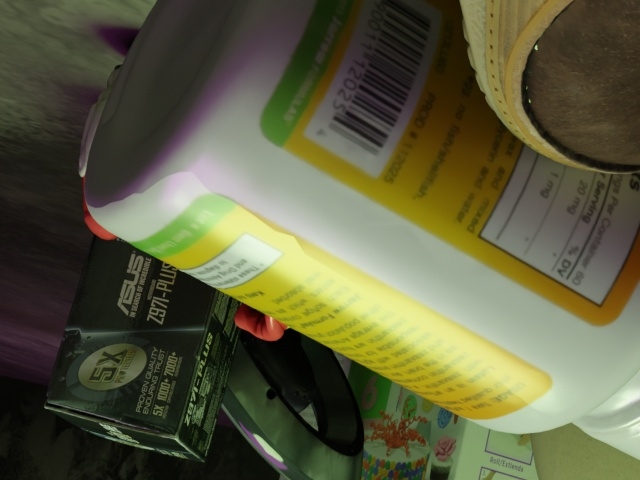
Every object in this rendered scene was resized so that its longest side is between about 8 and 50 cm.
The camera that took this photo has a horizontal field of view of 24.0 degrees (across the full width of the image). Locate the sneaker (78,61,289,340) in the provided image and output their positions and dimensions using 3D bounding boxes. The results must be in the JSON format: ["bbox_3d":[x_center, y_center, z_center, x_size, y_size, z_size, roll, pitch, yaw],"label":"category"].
[{"bbox_3d":[0.000,0.000,0.791,0.279,0.118,0.107,20,168,-23],"label":"sneaker"}]

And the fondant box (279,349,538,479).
[{"bbox_3d":[0.061,0.212,1.176,0.096,0.330,0.238,19,168,-30],"label":"fondant box"}]

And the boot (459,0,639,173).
[{"bbox_3d":[0.137,-0.069,0.370,0.207,0.090,0.248,11,164,28],"label":"boot"}]

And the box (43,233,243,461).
[{"bbox_3d":[-0.087,0.029,0.882,0.078,0.180,0.147,14,168,4],"label":"box"}]

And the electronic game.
[{"bbox_3d":[-0.040,0.088,1.104,0.048,0.229,0.229,-35,149,14],"label":"electronic game"}]

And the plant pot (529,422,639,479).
[{"bbox_3d":[0.278,0.191,0.987,0.284,0.190,0.284,3,155,1],"label":"plant pot"}]

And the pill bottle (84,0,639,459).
[{"bbox_3d":[0.051,-0.012,0.553,0.246,0.136,0.136,29,164,-22],"label":"pill bottle"}]
